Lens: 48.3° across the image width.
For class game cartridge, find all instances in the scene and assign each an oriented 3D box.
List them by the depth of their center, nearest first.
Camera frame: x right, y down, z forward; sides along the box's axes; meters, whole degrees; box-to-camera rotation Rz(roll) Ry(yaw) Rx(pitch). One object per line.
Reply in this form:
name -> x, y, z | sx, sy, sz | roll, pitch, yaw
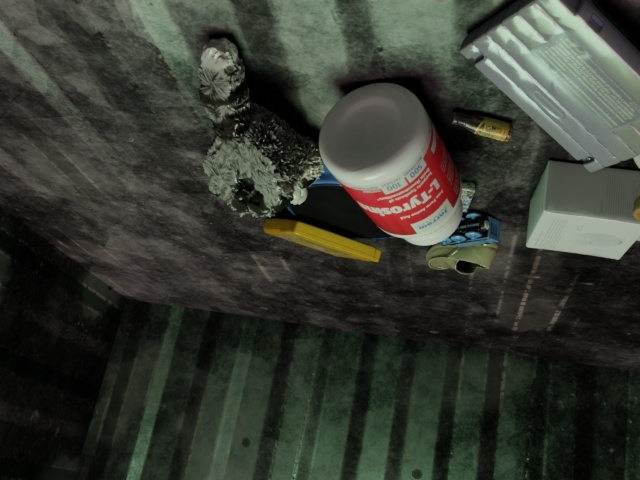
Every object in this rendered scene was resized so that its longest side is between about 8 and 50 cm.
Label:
game cartridge -> 0.438, -0.270, 1.210 | 0.355, 0.068, 0.230 | 38, 150, -16
game cartridge -> 0.000, 0.000, 2.175 | 0.285, 0.052, 0.324 | 19, 177, -20

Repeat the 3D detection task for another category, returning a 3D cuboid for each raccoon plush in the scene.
raccoon plush -> -0.092, -0.260, 1.587 | 0.216, 0.299, 0.446 | 20, 131, 20

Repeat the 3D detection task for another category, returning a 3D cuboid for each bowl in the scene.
bowl -> 0.088, -0.105, 1.941 | 0.392, 0.077, 0.391 | 10, 160, 4

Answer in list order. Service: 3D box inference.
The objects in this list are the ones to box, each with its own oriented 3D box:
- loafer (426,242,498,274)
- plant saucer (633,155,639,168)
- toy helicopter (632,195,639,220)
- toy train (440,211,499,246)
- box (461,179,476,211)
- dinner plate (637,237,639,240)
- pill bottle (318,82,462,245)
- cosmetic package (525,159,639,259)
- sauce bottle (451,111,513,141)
loafer -> 0.420, 0.057, 2.172 | 0.102, 0.092, 0.269 | 23, 157, -28
plant saucer -> 0.776, -0.203, 1.278 | 0.401, 0.100, 0.400 | 11, 160, 4
toy helicopter -> 0.730, -0.083, 1.294 | 0.235, 0.140, 0.355 | 26, 158, -31
toy train -> 0.405, -0.024, 1.990 | 0.105, 0.080, 0.184 | 20, 159, -38
box -> 0.342, -0.117, 1.843 | 0.094, 0.027, 0.137 | 8, 159, 4
dinner plate -> 0.857, -0.019, 1.849 | 0.141, 0.017, 0.141 | 9, 160, 3
pill bottle -> 0.177, -0.144, 1.570 | 0.229, 0.228, 0.408 | 0, 157, 27
cosmetic package -> 0.616, -0.068, 1.668 | 0.225, 0.138, 0.224 | 7, 160, 7
sauce bottle -> 0.337, -0.240, 1.497 | 0.128, 0.042, 0.042 | 12, 160, -5
